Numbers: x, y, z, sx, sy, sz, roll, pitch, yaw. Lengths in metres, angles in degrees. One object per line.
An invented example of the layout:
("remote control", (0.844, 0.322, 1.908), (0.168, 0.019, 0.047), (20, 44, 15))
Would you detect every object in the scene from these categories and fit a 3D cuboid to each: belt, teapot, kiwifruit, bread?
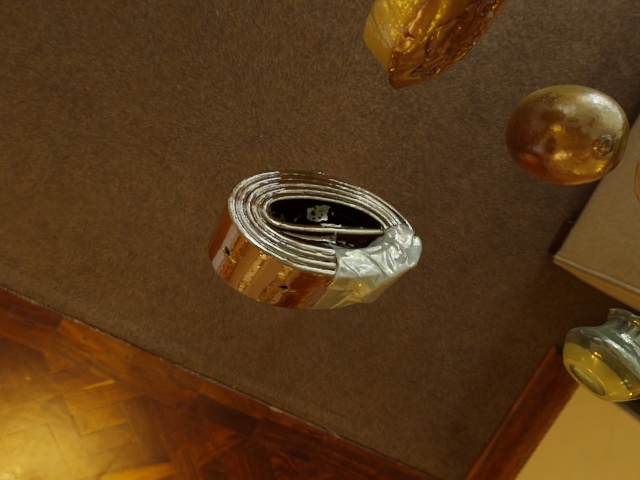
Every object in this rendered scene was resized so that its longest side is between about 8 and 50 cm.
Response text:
("belt", (0.000, 0.000, 0.769), (0.339, 0.217, 0.122), (7, 141, -28))
("teapot", (0.461, 0.188, 0.723), (0.119, 0.130, 0.165), (-39, 74, -6))
("kiwifruit", (0.480, -0.206, 0.928), (0.196, 0.234, 0.195), (-2, 107, -6))
("bread", (0.202, -0.387, 0.812), (0.270, 0.270, 0.148), (-37, 78, 2))

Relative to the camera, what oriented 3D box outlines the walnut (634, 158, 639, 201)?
("walnut", (0.860, -0.160, 0.979), (0.382, 0.381, 0.380), (-2, 103, -7))
